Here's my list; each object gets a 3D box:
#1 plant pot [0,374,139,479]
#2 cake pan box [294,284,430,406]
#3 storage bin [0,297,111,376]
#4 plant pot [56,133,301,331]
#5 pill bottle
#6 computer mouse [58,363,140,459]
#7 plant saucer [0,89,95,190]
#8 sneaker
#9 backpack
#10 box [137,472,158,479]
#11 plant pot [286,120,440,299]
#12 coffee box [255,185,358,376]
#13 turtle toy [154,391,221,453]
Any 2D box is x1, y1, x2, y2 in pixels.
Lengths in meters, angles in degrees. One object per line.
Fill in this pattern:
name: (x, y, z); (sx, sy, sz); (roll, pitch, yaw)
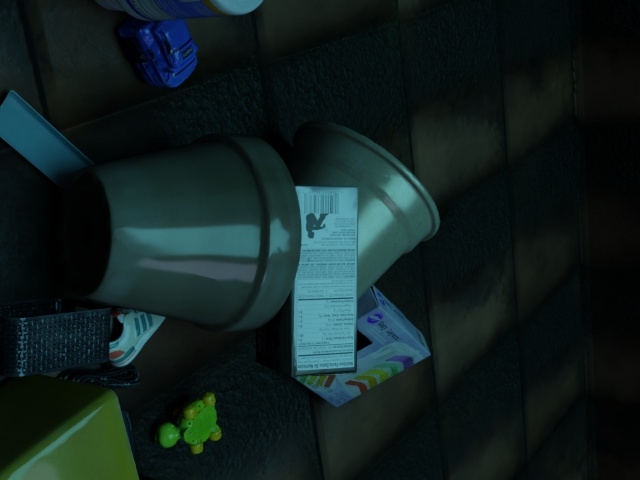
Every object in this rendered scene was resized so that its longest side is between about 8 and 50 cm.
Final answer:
plant pot: (-0.400, 0.328, 1.309); (0.187, 0.212, 0.212); (-32, 118, -48)
cake pan box: (0.064, 0.219, 1.924); (0.267, 0.246, 0.070); (46, 16, -48)
storage bin: (-0.404, 0.136, 1.357); (0.180, 0.122, 0.084); (-4, 99, -53)
plant pot: (-0.236, -0.012, 1.440); (0.280, 0.323, 0.323); (0, 96, -39)
pill bottle: (-0.219, -0.403, 1.393); (0.152, 0.272, 0.152); (-12, 105, -52)
computer mouse: (-0.360, 0.328, 1.501); (0.184, 0.060, 0.261); (13, 85, -55)
plant saucer: (-0.411, -0.138, 1.392); (0.192, 0.018, 0.067); (49, 57, -47)
sneaker: (-0.307, 0.126, 1.542); (0.161, 0.057, 0.075); (-58, 143, -26)
backpack: (-0.253, -0.305, 1.513); (0.098, 0.101, 0.120); (-45, 134, -31)
box: (-0.257, 0.603, 1.582); (0.294, 0.183, 0.296); (-59, 136, -28)
plant pot: (0.000, 0.000, 1.763); (0.305, 0.334, 0.334); (-52, 135, -19)
coffee box: (-0.025, 0.061, 1.524); (0.119, 0.168, 0.297); (-1, 93, -24)
turtle toy: (-0.235, 0.325, 1.667); (0.130, 0.066, 0.095); (-28, 118, -48)
